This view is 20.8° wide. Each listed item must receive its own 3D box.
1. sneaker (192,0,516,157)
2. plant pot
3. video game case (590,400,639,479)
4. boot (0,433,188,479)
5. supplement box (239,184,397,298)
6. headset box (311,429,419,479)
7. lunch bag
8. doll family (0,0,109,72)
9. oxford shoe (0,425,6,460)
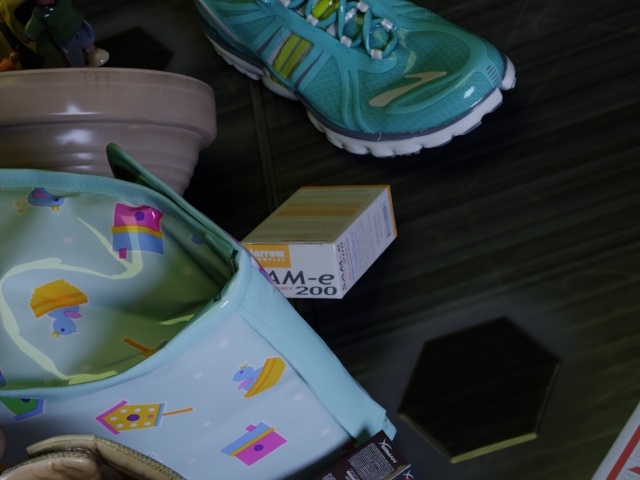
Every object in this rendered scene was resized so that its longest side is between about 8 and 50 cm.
[{"bbox_3d":[0.003,-0.138,1.133,0.275,0.110,0.107,27,67,37],"label":"sneaker"},{"bbox_3d":[-0.178,-0.029,1.084,0.237,0.237,0.110,-9,84,18],"label":"plant pot"},{"bbox_3d":[0.262,0.093,0.857,0.204,0.025,0.285,21,64,35],"label":"video game case"},{"bbox_3d":[-0.134,0.171,0.877,0.262,0.203,0.095,10,57,28],"label":"boot"},{"bbox_3d":[0.000,0.000,1.043,0.062,0.036,0.098,0,22,24],"label":"supplement box"},{"bbox_3d":[0.016,0.149,0.927,0.083,0.062,0.032,-35,47,-7],"label":"headset box"},{"bbox_3d":[-0.111,0.065,0.940,0.262,0.223,0.160,-4,58,22],"label":"lunch bag"},{"bbox_3d":[-0.233,-0.115,1.216,0.076,0.111,0.193,11,59,30],"label":"doll family"},{"bbox_3d":[-0.208,0.027,0.819,0.096,0.083,0.227,-46,59,-1],"label":"oxford shoe"}]
